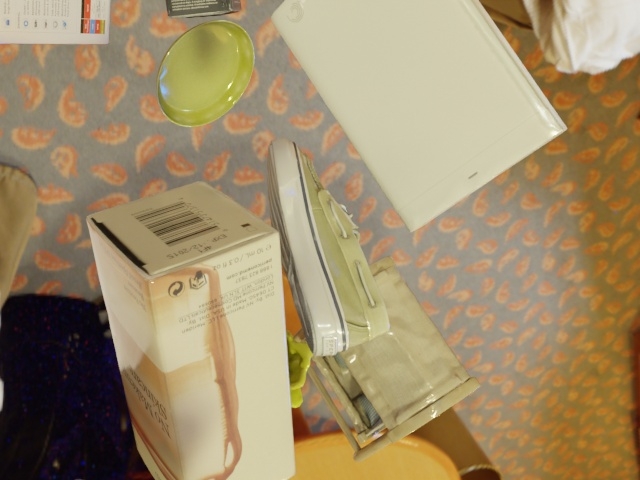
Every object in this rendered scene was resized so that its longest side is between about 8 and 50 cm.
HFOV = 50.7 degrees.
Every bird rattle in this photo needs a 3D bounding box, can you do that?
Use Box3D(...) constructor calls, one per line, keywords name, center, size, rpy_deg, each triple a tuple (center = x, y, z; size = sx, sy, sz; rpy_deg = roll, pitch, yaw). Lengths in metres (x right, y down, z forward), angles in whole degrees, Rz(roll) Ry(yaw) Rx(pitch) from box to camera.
Box3D(name="bird rattle", center=(-0.134, 0.177, 1.107), size=(0.207, 0.253, 0.143), rpy_deg=(-30, 152, -38))

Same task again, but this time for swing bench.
Box3D(name="swing bench", center=(0.092, 0.206, 1.145), size=(0.165, 0.253, 0.254), rpy_deg=(-26, 162, -25))

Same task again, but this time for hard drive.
Box3D(name="hard drive", center=(0.096, -0.190, 0.748), size=(0.203, 0.307, 0.040), rpy_deg=(-36, 173, 33))

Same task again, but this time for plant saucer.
Box3D(name="plant saucer", center=(-0.243, -0.348, 1.394), size=(0.241, 0.037, 0.241), rpy_deg=(-33, 149, -24))

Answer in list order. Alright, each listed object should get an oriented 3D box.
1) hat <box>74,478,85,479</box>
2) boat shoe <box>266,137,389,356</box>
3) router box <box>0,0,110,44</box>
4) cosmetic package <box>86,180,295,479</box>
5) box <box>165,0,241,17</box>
Box3D(name="hat", center=(-0.193, 0.426, 0.857), size=(0.331, 0.331, 0.134), rpy_deg=(30, 78, -36))
Box3D(name="boat shoe", center=(0.000, 0.000, 0.827), size=(0.094, 0.302, 0.109), rpy_deg=(-9, 150, -13))
Box3D(name="router box", center=(-0.380, -0.411, 0.808), size=(0.301, 0.082, 0.335), rpy_deg=(-29, 132, -61))
Box3D(name="cosmetic package", center=(-0.121, 0.112, 0.665), size=(0.129, 0.153, 0.296), rpy_deg=(-22, 123, -31))
Box3D(name="box", center=(-0.201, -0.477, 1.110), size=(0.108, 0.153, 0.207), rpy_deg=(-6, 108, 1))
